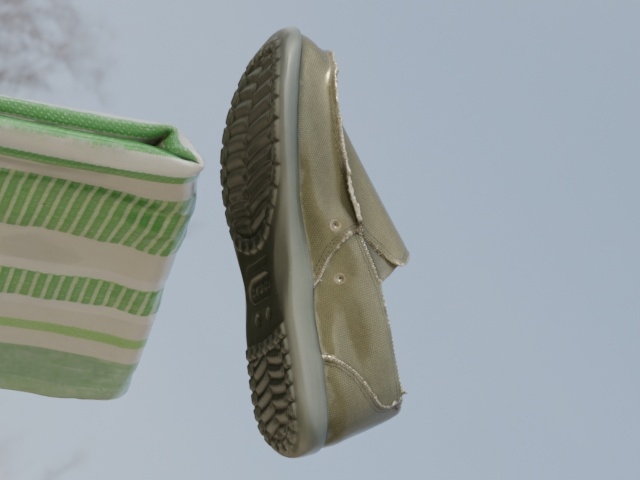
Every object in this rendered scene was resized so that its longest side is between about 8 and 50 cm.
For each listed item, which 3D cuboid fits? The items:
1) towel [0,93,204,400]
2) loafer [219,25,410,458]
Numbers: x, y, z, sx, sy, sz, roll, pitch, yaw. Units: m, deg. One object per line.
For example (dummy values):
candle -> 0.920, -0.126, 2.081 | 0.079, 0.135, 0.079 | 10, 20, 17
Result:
towel -> -0.213, 0.010, 1.152 | 0.325, 0.248, 0.038 | 117, -22, -56
loafer -> 0.000, 0.000, 1.100 | 0.094, 0.087, 0.251 | 162, -74, -64
